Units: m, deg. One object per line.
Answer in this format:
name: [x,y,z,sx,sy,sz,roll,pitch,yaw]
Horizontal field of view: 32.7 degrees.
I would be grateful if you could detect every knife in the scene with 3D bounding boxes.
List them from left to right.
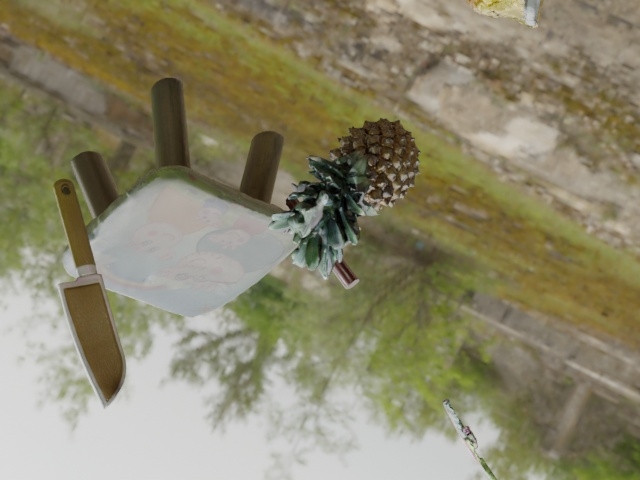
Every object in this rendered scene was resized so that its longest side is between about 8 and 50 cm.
knife: [-0.238,0.050,1.090,0.046,0.256,0.022,-8,154,-27]

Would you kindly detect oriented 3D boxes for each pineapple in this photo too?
pineapple: [0.032,-0.049,1.003,0.083,0.103,0.221,30,-148,10]

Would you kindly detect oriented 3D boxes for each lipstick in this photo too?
lipstick: [0.000,0.000,1.695,0.176,0.027,0.027,53,-174,17]

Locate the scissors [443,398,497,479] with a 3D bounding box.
scissors: [0.211,0.283,1.545,0.133,0.020,0.187,57,179,36]

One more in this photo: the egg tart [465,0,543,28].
egg tart: [0.222,-0.421,1.590,0.297,0.132,0.297,44,-155,-28]

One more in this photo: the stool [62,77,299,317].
stool: [-0.228,-0.058,1.775,0.310,0.310,0.226,25,-139,-38]

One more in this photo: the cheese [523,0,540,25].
cheese: [0.290,-0.417,1.395,0.082,0.286,0.163,7,171,16]
